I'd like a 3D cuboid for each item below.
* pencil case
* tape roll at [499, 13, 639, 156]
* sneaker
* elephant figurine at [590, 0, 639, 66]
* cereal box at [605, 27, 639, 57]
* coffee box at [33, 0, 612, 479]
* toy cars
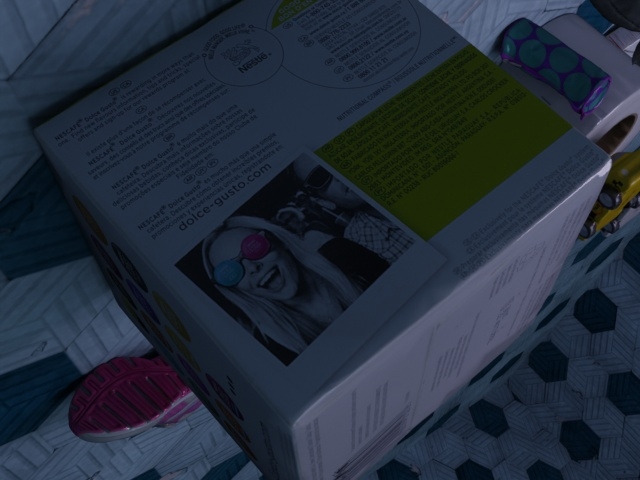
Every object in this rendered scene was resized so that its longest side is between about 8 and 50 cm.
[{"bbox_3d":[0.314,-0.232,1.205,0.070,0.152,0.064,-48,161,-8],"label":"pencil case"},{"bbox_3d":[0.369,-0.194,1.354,0.246,0.169,0.246,-36,159,-17],"label":"tape roll"},{"bbox_3d":[-0.221,0.208,1.178,0.252,0.103,0.111,-19,147,-45],"label":"sneaker"},{"bbox_3d":[0.271,-0.306,0.877,0.240,0.186,0.169,1,146,-38],"label":"elephant figurine"},{"bbox_3d":[0.575,-0.342,1.540,0.240,0.047,0.173,-34,156,3],"label":"cereal box"},{"bbox_3d":[0.000,0.000,0.846,0.338,0.334,0.337,-38,157,-18],"label":"coffee box"},{"bbox_3d":[0.454,-0.085,1.370,0.176,0.087,0.394,-45,163,21],"label":"toy cars"}]
